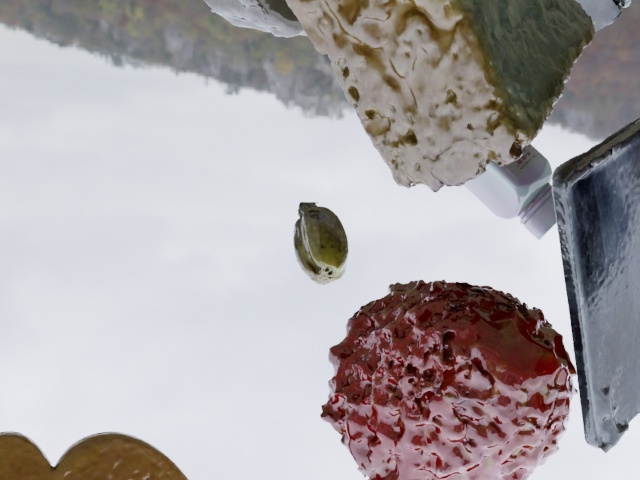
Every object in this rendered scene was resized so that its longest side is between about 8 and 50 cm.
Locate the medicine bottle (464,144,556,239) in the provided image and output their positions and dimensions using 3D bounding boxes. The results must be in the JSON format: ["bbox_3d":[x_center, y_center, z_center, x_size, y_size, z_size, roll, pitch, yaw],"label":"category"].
[{"bbox_3d":[0.193,-0.059,0.865,0.055,0.074,0.118,-41,-102,-19],"label":"medicine bottle"}]

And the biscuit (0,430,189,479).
[{"bbox_3d":[-0.246,0.277,0.809,0.288,0.202,0.044,9,168,-16],"label":"biscuit"}]

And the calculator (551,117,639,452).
[{"bbox_3d":[0.257,0.033,0.707,0.161,0.262,0.021,-29,-150,-29],"label":"calculator"}]

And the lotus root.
[{"bbox_3d":[0.000,0.000,0.876,0.049,0.054,0.099,11,-135,-33],"label":"lotus root"}]

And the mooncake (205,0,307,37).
[{"bbox_3d":[-0.060,-0.343,0.968,0.124,0.228,0.228,14,-162,34],"label":"mooncake"}]

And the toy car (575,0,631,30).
[{"bbox_3d":[0.375,-0.384,1.211,0.095,0.205,0.056,-23,-143,-1],"label":"toy car"}]

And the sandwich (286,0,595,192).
[{"bbox_3d":[0.077,-0.232,0.666,0.131,0.325,0.262,-21,-163,38],"label":"sandwich"}]

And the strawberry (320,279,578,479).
[{"bbox_3d":[0.118,0.120,0.739,0.233,0.234,0.178,1,156,-8],"label":"strawberry"}]
